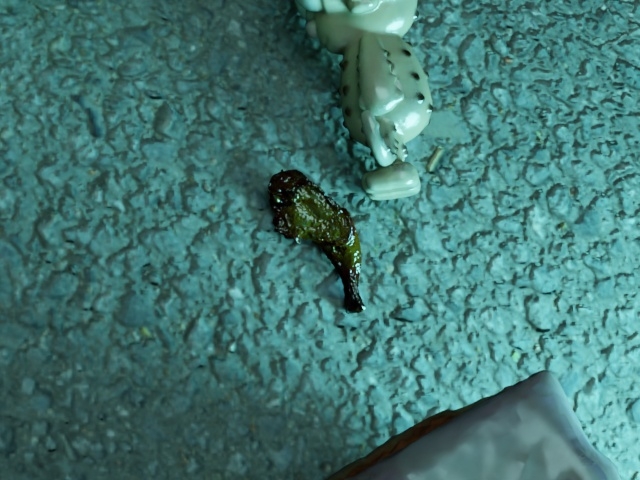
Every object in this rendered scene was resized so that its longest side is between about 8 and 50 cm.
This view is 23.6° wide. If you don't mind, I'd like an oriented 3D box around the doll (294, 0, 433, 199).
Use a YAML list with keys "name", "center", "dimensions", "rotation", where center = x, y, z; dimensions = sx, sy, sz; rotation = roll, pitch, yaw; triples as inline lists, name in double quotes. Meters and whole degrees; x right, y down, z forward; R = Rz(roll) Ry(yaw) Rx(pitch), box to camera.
- name: "doll"
  center: [0.042, -0.175, 1.397]
  dimensions: [0.119, 0.154, 0.278]
  rotation: [-10, 75, 4]

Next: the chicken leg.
- name: "chicken leg"
  center: [0.004, -0.003, 1.378]
  dimensions: [0.062, 0.037, 0.145]
  rotation: [-42, 89, -6]

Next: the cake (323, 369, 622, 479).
- name: "cake"
  center: [0.080, 0.271, 1.192]
  dimensions: [0.309, 0.237, 0.230]
  rotation: [-25, 81, -26]
